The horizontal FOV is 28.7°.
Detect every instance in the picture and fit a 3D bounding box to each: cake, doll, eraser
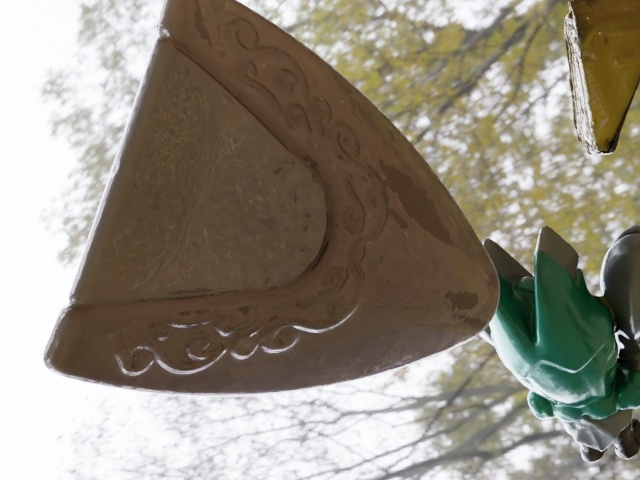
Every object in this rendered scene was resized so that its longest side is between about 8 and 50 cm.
[{"bbox_3d":[0.327,-0.192,1.373,0.116,0.080,0.185,-19,-71,-1],"label":"cake"},{"bbox_3d":[0.210,0.082,1.136,0.195,0.258,0.153,7,-138,8],"label":"doll"},{"bbox_3d":[0.001,0.000,0.651,0.243,0.059,0.204,19,-95,-27],"label":"eraser"}]
